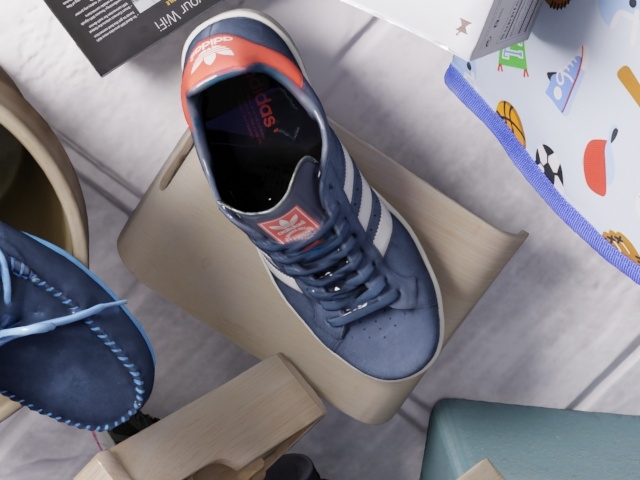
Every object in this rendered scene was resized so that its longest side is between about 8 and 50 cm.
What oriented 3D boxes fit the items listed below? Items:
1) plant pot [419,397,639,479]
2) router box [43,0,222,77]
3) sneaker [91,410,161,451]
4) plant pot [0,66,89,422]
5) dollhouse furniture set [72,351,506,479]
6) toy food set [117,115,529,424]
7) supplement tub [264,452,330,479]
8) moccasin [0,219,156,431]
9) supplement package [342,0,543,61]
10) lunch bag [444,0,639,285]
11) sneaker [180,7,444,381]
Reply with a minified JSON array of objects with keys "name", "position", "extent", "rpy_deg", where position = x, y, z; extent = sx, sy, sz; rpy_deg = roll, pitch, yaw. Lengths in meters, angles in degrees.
[{"name":"plant pot","position":[0.218,0.321,1.629],"extent":[0.247,0.252,0.247],"rpy_deg":[6,113,-6]},{"name":"router box","position":[-0.118,-0.314,1.415],"extent":[0.309,0.081,0.243],"rpy_deg":[-31,112,10]},{"name":"sneaker","position":[-0.159,0.189,1.656],"extent":[0.077,0.072,0.178],"rpy_deg":[-31,121,-3]},{"name":"plant pot","position":[-0.338,-0.034,1.418],"extent":[0.323,0.280,0.323],"rpy_deg":[-1,113,-3]},{"name":"dollhouse furniture set","position":[-0.024,0.324,1.462],"extent":[0.394,0.256,0.362],"rpy_deg":[51,129,10]},{"name":"toy food set","position":[0.000,0.000,1.571],"extent":[0.306,0.092,0.219],"rpy_deg":[33,109,-8]},{"name":"supplement tub","position":[-0.003,0.299,1.685],"extent":[0.106,0.106,0.197],"rpy_deg":[-21,114,6]},{"name":"moccasin","position":[-0.268,0.042,1.240],"extent":[0.342,0.117,0.137],"rpy_deg":[33,108,-17]},{"name":"supplement package","position":[0.050,-0.278,1.262],"extent":[0.262,0.145,0.204],"rpy_deg":[27,112,15]},{"name":"lunch bag","position":[0.307,-0.145,1.316],"extent":[0.239,0.385,0.327],"rpy_deg":[0,126,-27]},{"name":"sneaker","position":[-0.013,-0.014,1.438],"extent":[0.131,0.148,0.350],"rpy_deg":[-29,106,13]}]
